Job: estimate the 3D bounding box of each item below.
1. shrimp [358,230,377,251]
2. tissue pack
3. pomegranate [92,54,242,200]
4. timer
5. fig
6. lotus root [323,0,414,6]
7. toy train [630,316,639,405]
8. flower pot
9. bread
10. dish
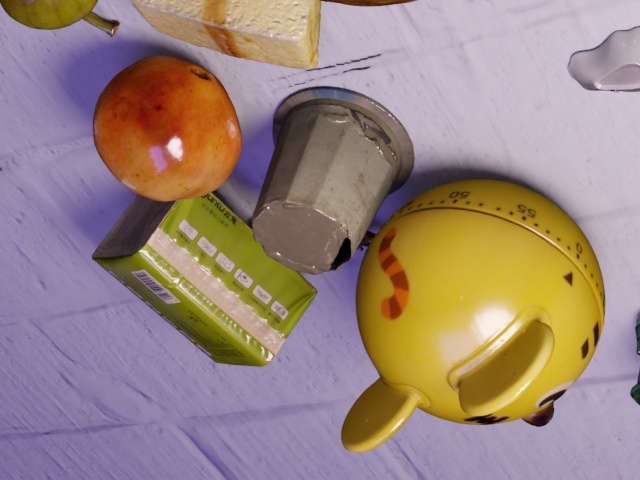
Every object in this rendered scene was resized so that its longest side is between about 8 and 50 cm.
[{"bbox_3d":[0.001,-0.001,1.884,0.217,0.051,0.115,-1,139,28],"label":"shrimp"},{"bbox_3d":[-0.179,0.051,1.908,0.274,0.167,0.200,42,158,-23],"label":"tissue pack"},{"bbox_3d":[-0.210,-0.151,1.701,0.209,0.209,0.209,13,139,12],"label":"pomegranate"},{"bbox_3d":[0.202,0.116,1.659,0.376,0.387,0.376,15,139,14],"label":"timer"},{"bbox_3d":[-0.347,-0.347,1.628,0.147,0.186,0.142,1,94,-3],"label":"fig"},{"bbox_3d":[0.018,-0.357,1.403,0.290,0.193,0.193,9,138,19],"label":"lotus root"},{"bbox_3d":[0.550,0.125,1.665,0.138,0.178,0.330,29,141,-6],"label":"toy train"},{"bbox_3d":[0.008,-0.066,1.697,0.212,0.203,0.212,11,141,9],"label":"flower pot"},{"bbox_3d":[-0.111,-0.316,1.609,0.240,0.135,0.178,15,173,9],"label":"bread"},{"bbox_3d":[0.364,-0.205,1.494,0.137,0.039,0.091,-9,131,31],"label":"dish"}]
